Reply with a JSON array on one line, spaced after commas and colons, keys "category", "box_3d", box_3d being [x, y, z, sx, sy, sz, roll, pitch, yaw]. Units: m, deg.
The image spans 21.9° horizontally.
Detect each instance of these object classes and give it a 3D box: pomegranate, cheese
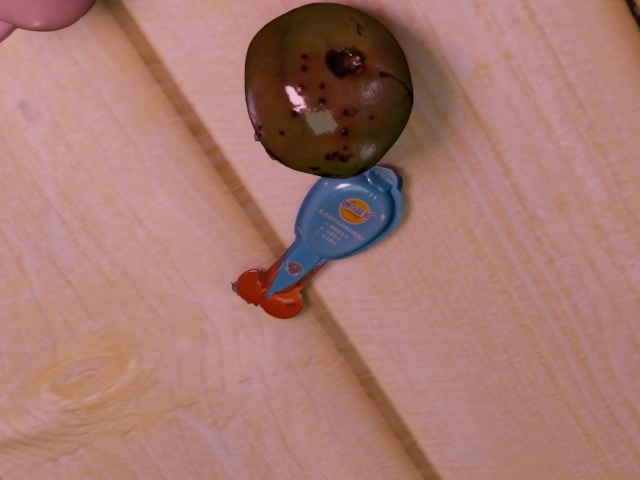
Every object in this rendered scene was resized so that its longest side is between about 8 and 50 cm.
[{"category": "pomegranate", "box_3d": [-0.002, -0.156, 1.700, 0.179, 0.210, 0.179, -4, 101, -24]}, {"category": "cheese", "box_3d": [0.000, 0.000, 1.871, 0.106, 0.037, 0.256, 35, 122, -17]}]

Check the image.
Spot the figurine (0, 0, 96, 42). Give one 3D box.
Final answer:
[{"category": "figurine", "box_3d": [-0.262, -0.322, 1.583, 0.186, 0.176, 0.287, 39, 139, -9]}]
